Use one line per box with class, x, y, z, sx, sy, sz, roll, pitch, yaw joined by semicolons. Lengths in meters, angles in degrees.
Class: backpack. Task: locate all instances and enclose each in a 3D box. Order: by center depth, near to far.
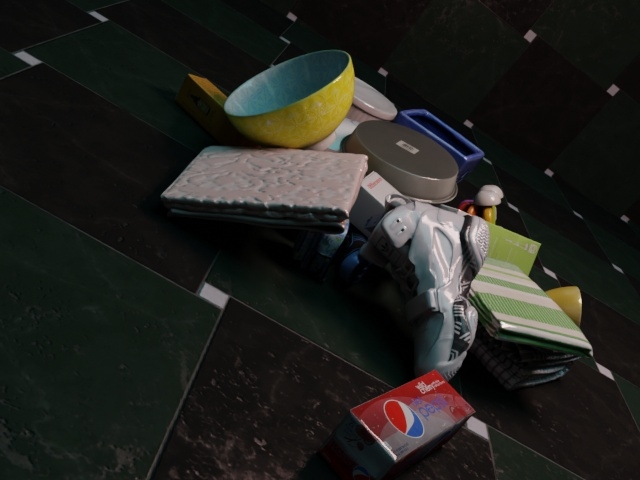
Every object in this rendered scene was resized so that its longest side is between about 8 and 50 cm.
backpack;0.000;0.000;1.360;0.084;0.114;0.105;29;24;-10

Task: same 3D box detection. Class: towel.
towel;-0.090;-0.105;1.347;0.331;0.054;0.317;5;26;7
towel;0.369;0.113;1.443;0.247;0.038;0.325;13;22;-23
towel;0.407;0.180;1.530;0.283;0.121;0.235;5;35;-48

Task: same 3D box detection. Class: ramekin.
ramekin;0.101;-0.429;2.329;0.272;0.127;0.273;28;24;-14

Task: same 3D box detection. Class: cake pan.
cake pan;0.189;-0.189;1.662;0.293;0.054;0.293;17;32;-11

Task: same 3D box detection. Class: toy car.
toy car;0.455;-0.072;2.101;0.136;0.159;0.182;1;15;19

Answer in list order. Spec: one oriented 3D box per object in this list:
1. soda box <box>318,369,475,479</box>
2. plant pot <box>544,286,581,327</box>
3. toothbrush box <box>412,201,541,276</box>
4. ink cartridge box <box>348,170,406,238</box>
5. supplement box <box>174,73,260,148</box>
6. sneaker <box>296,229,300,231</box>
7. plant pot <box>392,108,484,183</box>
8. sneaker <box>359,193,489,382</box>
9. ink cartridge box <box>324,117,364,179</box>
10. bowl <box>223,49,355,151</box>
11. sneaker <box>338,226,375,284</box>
soda box;0.114;0.265;1.025;0.092;0.083;0.263;45;25;24
plant pot;0.569;0.174;1.773;0.095;0.134;0.134;5;23;5
toothbrush box;0.338;0.000;1.714;0.283;0.122;0.206;20;3;-32
ink cartridge box;0.145;-0.042;1.488;0.190;0.082;0.139;40;23;4
supplement box;-0.230;-0.285;1.672;0.233;0.078;0.080;43;25;21
sneaker;0.012;-0.061;1.543;0.130;0.109;0.286;51;33;14
plant pot;0.292;-0.220;2.054;0.236;0.212;0.236;39;23;13
sneaker;0.168;0.079;1.291;0.210;0.137;0.366;23;57;-6
ink cartridge box;0.101;-0.218;1.747;0.308;0.091;0.385;18;14;-8
bowl;-0.044;-0.270;1.545;0.289;0.289;0.156;-101;168;-60
sneaker;0.065;0.024;1.453;0.090;0.081;0.232;36;16;10
